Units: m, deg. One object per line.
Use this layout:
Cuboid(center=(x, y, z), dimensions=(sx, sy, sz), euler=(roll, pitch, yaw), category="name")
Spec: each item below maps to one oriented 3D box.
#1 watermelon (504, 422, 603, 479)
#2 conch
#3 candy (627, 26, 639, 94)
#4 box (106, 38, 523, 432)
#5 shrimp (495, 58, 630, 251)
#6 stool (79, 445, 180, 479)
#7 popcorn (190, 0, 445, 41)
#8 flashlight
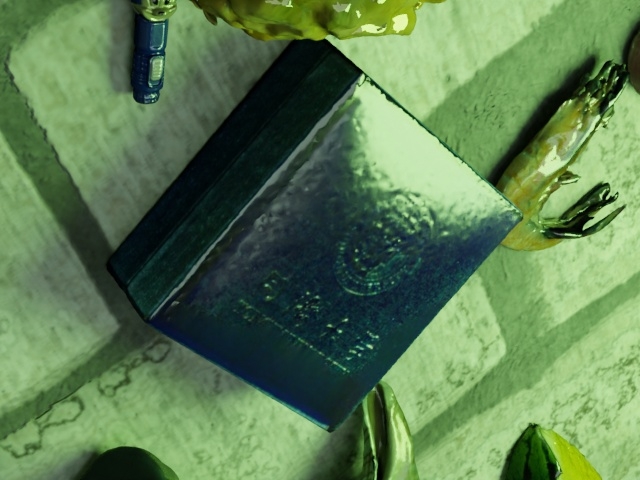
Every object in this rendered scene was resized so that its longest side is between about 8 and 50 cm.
Cuboid(center=(0.302, 0.326, 1.750), dimensions=(0.301, 0.123, 0.129), euler=(45, 58, -41), category="watermelon")
Cuboid(center=(0.066, 0.344, 1.567), dimensions=(0.203, 0.170, 0.386), euler=(-29, 98, -43), category="conch")
Cuboid(center=(0.354, -0.183, 1.472), dimensions=(0.103, 0.043, 0.103), euler=(-16, 126, -23), category="candy")
Cuboid(center=(0.000, 0.000, 1.325), dimensions=(0.279, 0.116, 0.261), euler=(-49, 132, 6), category="box")
Cuboid(center=(0.260, -0.074, 1.480), dimensions=(0.152, 0.046, 0.219), euler=(20, 111, -38), category="shrimp")
Cuboid(center=(-0.134, 0.394, 1.376), dimensions=(0.310, 0.310, 0.226), euler=(-53, 140, 8), category="stool")
Cuboid(center=(0.000, -0.257, 1.117), dimensions=(0.250, 0.190, 0.250), euler=(-19, 139, -17), category="popcorn")
Cuboid(center=(-0.135, -0.165, 1.182), dimensions=(0.057, 0.035, 0.121), euler=(-9, 122, -29), category="flashlight")
